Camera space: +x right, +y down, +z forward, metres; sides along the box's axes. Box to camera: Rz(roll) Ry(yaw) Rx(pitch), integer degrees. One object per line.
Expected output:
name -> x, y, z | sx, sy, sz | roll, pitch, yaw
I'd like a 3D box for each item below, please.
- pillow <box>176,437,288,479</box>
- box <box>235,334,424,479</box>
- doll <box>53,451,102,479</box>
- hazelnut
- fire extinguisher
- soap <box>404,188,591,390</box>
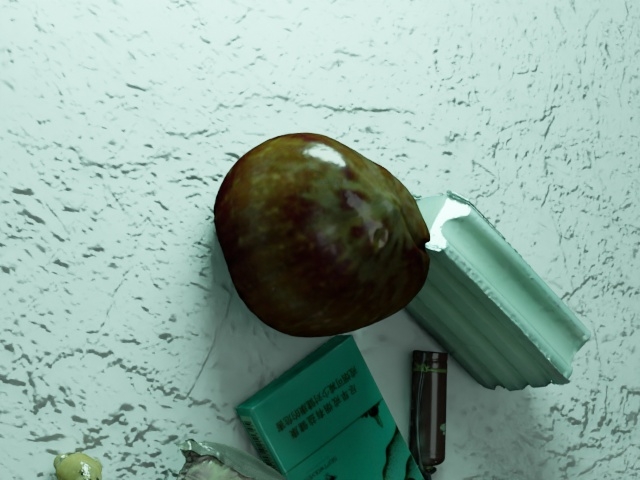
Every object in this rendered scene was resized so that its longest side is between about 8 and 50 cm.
pillow -> -0.124, 0.339, 1.510 | 0.169, 0.059, 0.255 | 30, 71, -28
box -> 0.019, 0.242, 1.625 | 0.161, 0.042, 0.226 | -34, 104, -31
doll -> -0.250, 0.259, 1.451 | 0.061, 0.051, 0.093 | 24, 102, -31
hazelnut -> 0.000, 0.000, 1.539 | 0.234, 0.218, 0.218 | 38, 66, -27
fire extinguisher -> 0.126, 0.207, 1.699 | 0.064, 0.043, 0.158 | 21, 69, -67
soap -> 0.178, 0.059, 1.688 | 0.261, 0.150, 0.094 | 46, 57, -22
